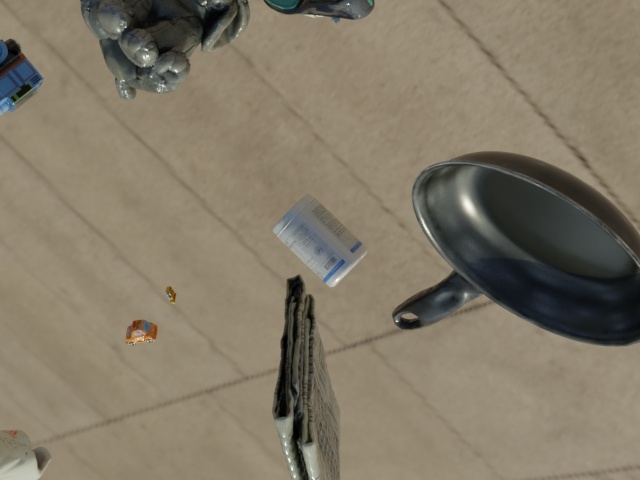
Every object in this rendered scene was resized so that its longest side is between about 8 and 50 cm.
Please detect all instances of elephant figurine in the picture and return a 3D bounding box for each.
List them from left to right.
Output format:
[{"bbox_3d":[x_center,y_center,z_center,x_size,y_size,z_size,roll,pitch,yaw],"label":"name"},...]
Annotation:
[{"bbox_3d":[-0.153,-0.291,1.496,0.186,0.239,0.169,23,150,51],"label":"elephant figurine"}]

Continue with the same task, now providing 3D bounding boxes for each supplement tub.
[{"bbox_3d":[0.000,0.000,1.567,0.107,0.071,0.071,45,148,3],"label":"supplement tub"}]

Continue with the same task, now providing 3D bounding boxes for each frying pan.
[{"bbox_3d":[0.155,0.032,0.936,0.197,0.053,0.326,31,158,14],"label":"frying pan"}]

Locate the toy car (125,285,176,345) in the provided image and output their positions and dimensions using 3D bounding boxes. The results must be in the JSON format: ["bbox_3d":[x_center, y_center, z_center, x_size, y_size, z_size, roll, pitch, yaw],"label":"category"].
[{"bbox_3d":[-0.299,0.125,2.148,0.060,0.122,0.040,4,141,24],"label":"toy car"}]

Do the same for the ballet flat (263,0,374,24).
[{"bbox_3d":[-0.002,-0.307,1.568,0.203,0.074,0.074,17,145,53],"label":"ballet flat"}]

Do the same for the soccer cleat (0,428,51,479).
[{"bbox_3d":[-0.329,0.212,1.229,0.068,0.076,0.196,44,172,20],"label":"soccer cleat"}]

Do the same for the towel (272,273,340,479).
[{"bbox_3d":[-0.006,0.261,1.852,0.056,0.312,0.324,-7,128,9],"label":"towel"}]

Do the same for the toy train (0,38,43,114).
[{"bbox_3d":[-0.502,-0.219,1.833,0.105,0.184,0.080,50,161,-6],"label":"toy train"}]
